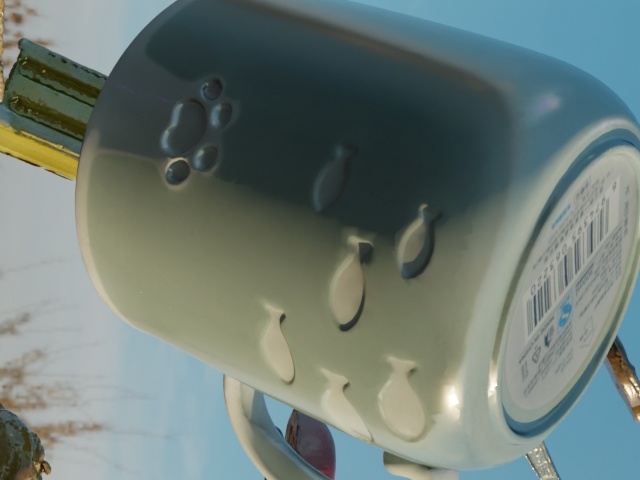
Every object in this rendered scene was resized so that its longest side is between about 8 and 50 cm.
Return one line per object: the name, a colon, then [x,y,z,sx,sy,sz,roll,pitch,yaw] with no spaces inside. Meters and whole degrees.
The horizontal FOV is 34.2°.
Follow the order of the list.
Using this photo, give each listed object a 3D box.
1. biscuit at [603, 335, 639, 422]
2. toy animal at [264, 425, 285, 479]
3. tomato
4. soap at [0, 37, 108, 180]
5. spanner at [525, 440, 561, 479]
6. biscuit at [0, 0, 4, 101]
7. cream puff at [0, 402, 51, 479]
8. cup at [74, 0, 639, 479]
biscuit: [0.339,0.141,1.179,0.026,0.175,0.124,-27,-131,9]
toy animal: [-0.031,0.342,1.278,0.084,0.233,0.148,-37,-154,17]
tomato: [-0.024,0.389,1.726,0.225,0.085,0.225,-173,-90,-84]
soap: [-0.306,-0.148,1.345,0.076,0.233,0.135,-36,-145,55]
spanner: [0.324,0.327,1.473,0.026,0.093,0.325,-90,157,-45]
biscuit: [-0.404,-0.241,1.114,0.025,0.131,0.231,55,-37,39]
cream puff: [-0.322,0.220,0.951,0.126,0.144,0.103,41,-24,27]
cup: [0.033,0.035,0.660,0.274,0.259,0.357,21,-62,34]
